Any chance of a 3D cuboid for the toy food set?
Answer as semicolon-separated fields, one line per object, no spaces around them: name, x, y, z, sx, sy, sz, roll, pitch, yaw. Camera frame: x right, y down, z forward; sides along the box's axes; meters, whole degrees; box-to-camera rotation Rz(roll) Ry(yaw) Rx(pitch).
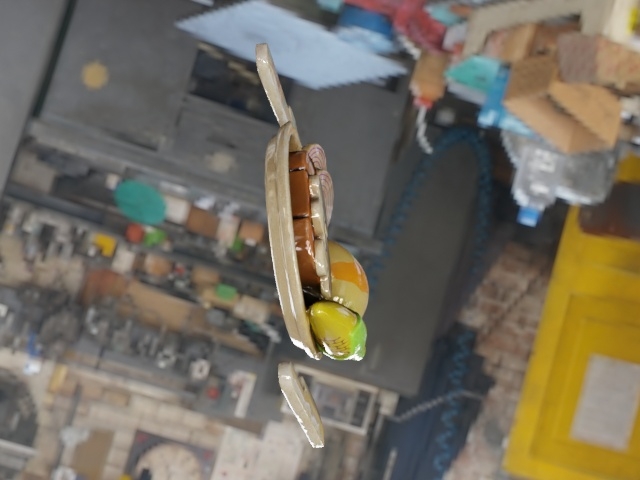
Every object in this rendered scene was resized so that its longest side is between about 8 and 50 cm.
toy food set;0.000;0.000;0.722;0.038;0.192;0.132;-7;159;5
